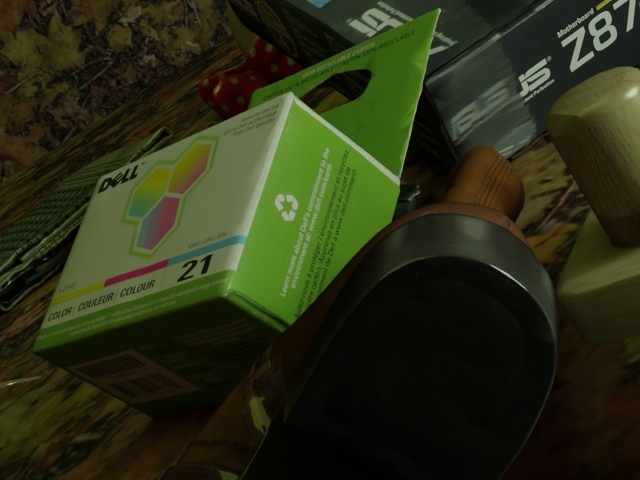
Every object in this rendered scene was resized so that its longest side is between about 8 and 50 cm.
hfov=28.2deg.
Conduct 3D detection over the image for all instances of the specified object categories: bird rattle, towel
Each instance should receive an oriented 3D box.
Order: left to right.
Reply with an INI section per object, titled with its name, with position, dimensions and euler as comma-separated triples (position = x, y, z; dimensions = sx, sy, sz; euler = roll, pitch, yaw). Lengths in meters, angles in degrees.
[towel]
position = -0.327, -0.022, 1.564
dimensions = 0.312, 0.056, 0.324
euler = -41, 17, -26
[bird rattle]
position = -0.006, -0.204, 1.216
dimensions = 0.253, 0.207, 0.143
euler = -19, 0, 17

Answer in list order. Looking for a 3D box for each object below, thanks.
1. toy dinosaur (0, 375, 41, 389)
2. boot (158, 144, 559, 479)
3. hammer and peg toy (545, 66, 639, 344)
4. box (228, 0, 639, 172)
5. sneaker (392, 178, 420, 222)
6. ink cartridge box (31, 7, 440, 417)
[toy dinosaur]
position = -0.314, 0.150, 1.003
dimensions = 0.183, 0.053, 0.092
euler = -33, 14, 2
[boot]
position = -0.011, 0.080, 0.496
dimensions = 0.264, 0.096, 0.280
euler = -60, 0, 11
[hammer and peg toy]
position = 0.258, -0.089, 0.410
dimensions = 0.361, 0.127, 0.266
euler = -23, 19, 36
[box]
position = 0.122, -0.230, 0.975
dimensions = 0.318, 0.097, 0.395
euler = -36, 35, -7
[sneaker]
position = 0.001, 0.002, 0.809
dimensions = 0.170, 0.051, 0.089
euler = -24, 15, 24
[ink cartridge box]
position = -0.047, -0.037, 0.764
dimensions = 0.189, 0.097, 0.255
euler = -18, 47, 45
